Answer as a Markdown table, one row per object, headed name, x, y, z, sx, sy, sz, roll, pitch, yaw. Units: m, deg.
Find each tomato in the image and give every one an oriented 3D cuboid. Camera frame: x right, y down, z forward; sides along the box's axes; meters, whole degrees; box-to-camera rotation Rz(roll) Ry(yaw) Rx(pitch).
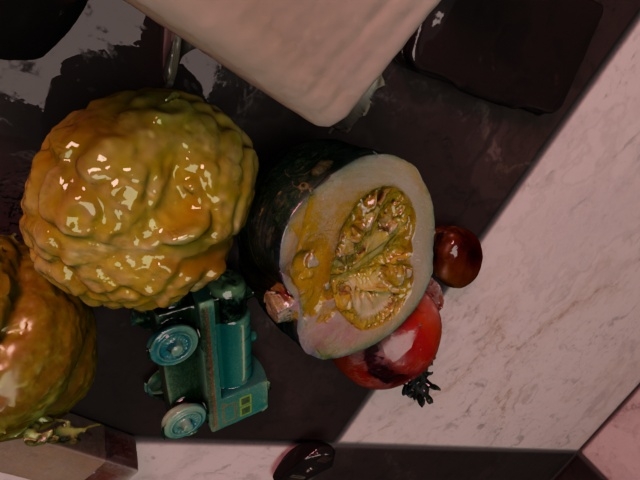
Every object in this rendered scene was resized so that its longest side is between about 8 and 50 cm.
| name | x | y | z | sx | sy | sz | roll | pitch | yaw |
| --- | --- | --- | --- | --- | --- | --- | --- | --- | --- |
| tomato | 0.108 | 0.157 | 0.801 | 0.208 | 0.184 | 0.208 | 0 | 99 | -2 |

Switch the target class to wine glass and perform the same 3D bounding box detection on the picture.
| name | x | y | z | sx | sy | sz | roll | pitch | yaw |
| --- | --- | --- | --- | --- | --- | --- | --- | --- | --- |
| wine glass | -0.060 | -0.214 | 0.524 | 0.232 | 0.156 | 0.156 | 2 | 118 | -25 |

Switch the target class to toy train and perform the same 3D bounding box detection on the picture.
| name | x | y | z | sx | sy | sz | roll | pitch | yaw |
| --- | --- | --- | --- | --- | --- | --- | --- | --- | --- |
| toy train | -0.181 | 0.180 | 0.729 | 0.194 | 0.120 | 0.298 | -15 | 125 | -28 |

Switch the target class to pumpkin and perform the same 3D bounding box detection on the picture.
| name | x | y | z | sx | sy | sz | roll | pitch | yaw |
| --- | --- | --- | --- | --- | --- | --- | --- | --- | --- |
| pumpkin | 0.000 | 0.000 | 0.640 | 0.263 | 0.197 | 0.293 | -27 | 126 | -29 |

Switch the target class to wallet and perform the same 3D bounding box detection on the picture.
| name | x | y | z | sx | sy | sz | roll | pitch | yaw |
| --- | --- | --- | --- | --- | --- | --- | --- | --- | --- |
| wallet | 0.287 | -0.313 | 0.699 | 0.377 | 0.051 | 0.197 | 4 | 115 | -30 |

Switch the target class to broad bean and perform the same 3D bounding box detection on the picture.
| name | x | y | z | sx | sy | sz | roll | pitch | yaw |
| --- | --- | --- | --- | --- | --- | --- | --- | --- | --- |
| broad bean | 0.261 | 0.032 | 0.883 | 0.165 | 0.084 | 0.114 | 23 | 104 | -43 |

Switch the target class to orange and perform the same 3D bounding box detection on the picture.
| name | x | y | z | sx | sy | sz | roll | pitch | yaw |
| --- | --- | --- | --- | --- | --- | --- | --- | --- | --- |
| orange | -0.395 | 0.102 | 0.486 | 0.301 | 0.223 | 0.300 | -13 | 149 | 27 |

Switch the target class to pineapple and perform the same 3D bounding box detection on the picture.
| name | x | y | z | sx | sy | sz | roll | pitch | yaw |
| --- | --- | --- | --- | --- | --- | --- | --- | --- | --- |
| pineapple | 0.213 | 0.263 | 0.990 | 0.083 | 0.103 | 0.221 | -21 | 126 | -16 |

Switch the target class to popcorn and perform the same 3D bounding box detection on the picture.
| name | x | y | z | sx | sy | sz | roll | pitch | yaw |
| --- | --- | --- | --- | --- | --- | --- | --- | --- | --- |
| popcorn | -0.185 | -0.057 | 0.499 | 0.206 | 0.251 | 0.237 | 27 | 118 | -22 |

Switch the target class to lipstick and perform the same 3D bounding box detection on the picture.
| name | x | y | z | sx | sy | sz | roll | pitch | yaw |
| --- | --- | --- | --- | --- | --- | --- | --- | --- | --- |
| lipstick | -0.445 | 0.290 | 0.680 | 0.080 | 0.076 | 0.371 | -40 | 130 | 3 |

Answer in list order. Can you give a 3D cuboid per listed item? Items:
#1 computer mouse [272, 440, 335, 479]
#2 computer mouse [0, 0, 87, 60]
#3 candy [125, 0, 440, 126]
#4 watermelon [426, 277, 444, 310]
| name | x | y | z | sx | sy | sz | roll | pitch | yaw |
| --- | --- | --- | --- | --- | --- | --- | --- | --- | --- |
| computer mouse | -0.040 | 0.504 | 1.043 | 0.172 | 0.057 | 0.099 | -41 | 132 | 16 |
| computer mouse | -0.262 | -0.223 | 0.338 | 0.100 | 0.269 | 0.170 | 37 | 106 | -2 |
| candy | -0.065 | -0.231 | 0.269 | 0.208 | 0.145 | 0.359 | -45 | 147 | 18 |
| watermelon | 0.181 | 0.129 | 0.904 | 0.081 | 0.094 | 0.180 | -3 | 135 | -30 |
